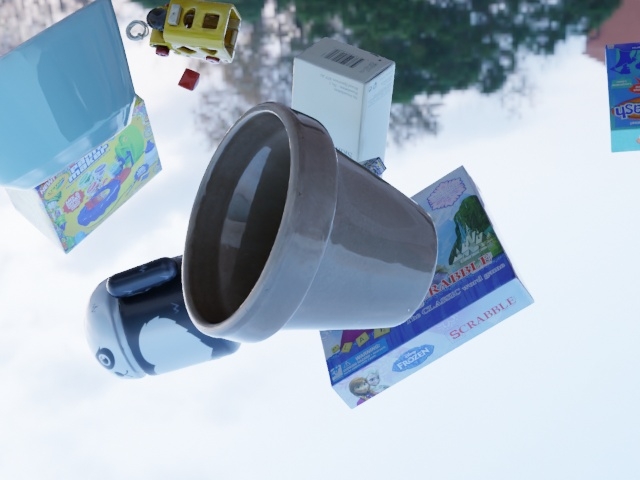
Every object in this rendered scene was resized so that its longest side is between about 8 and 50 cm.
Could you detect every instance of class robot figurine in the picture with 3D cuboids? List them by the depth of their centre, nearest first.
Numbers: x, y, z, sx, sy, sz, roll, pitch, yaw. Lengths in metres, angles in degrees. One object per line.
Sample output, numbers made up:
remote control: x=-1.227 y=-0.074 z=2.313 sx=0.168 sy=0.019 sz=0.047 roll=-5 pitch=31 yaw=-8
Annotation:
robot figurine: x=-0.223 y=0.114 z=1.779 sx=0.278 sy=0.209 sz=0.173 roll=-16 pitch=-168 yaw=7

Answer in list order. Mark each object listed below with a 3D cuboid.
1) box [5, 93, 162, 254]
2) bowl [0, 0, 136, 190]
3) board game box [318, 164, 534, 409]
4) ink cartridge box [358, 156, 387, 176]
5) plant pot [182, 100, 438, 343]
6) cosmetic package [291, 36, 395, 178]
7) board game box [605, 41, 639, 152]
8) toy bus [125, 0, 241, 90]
box: x=-0.509 y=-0.176 z=2.432 sx=0.177 sy=0.279 sz=0.290 roll=39 pitch=-110 yaw=19
bowl: x=-0.371 y=-0.181 z=1.566 sx=0.311 sy=0.163 sz=0.311 roll=-31 pitch=-167 yaw=8
board game box: x=0.138 y=0.063 z=1.804 sx=0.318 sy=0.066 sz=0.318 roll=-32 pitch=-147 yaw=11
ink cartridge box: x=0.061 y=-0.101 z=2.065 sx=0.062 sy=0.029 sz=0.115 roll=-11 pitch=-152 yaw=51
plant pot: x=0.000 y=0.000 z=1.312 sx=0.229 sy=0.263 sz=0.263 roll=16 pitch=-169 yaw=-29
cosmetic package: x=0.035 y=-0.207 z=2.196 sx=0.160 sy=0.310 sz=0.113 roll=24 pitch=-139 yaw=25
board game box: x=0.513 y=-0.221 z=1.752 sx=0.160 sy=0.047 sz=0.210 roll=-3 pitch=-134 yaw=13
toy bus: x=-0.245 y=-0.390 z=2.109 sx=0.202 sy=0.191 sz=0.104 roll=-36 pitch=165 yaw=1
